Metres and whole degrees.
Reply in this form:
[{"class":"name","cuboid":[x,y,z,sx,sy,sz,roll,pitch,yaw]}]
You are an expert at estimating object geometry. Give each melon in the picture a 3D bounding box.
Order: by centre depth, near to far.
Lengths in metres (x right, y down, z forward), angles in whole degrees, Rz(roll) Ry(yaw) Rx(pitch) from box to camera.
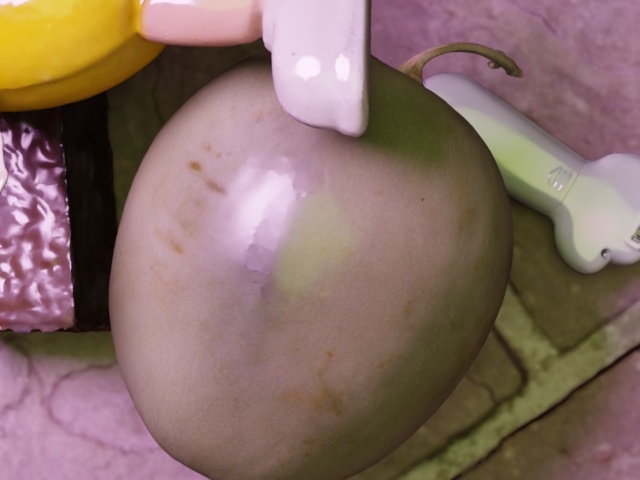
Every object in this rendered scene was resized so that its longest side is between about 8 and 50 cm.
[{"class":"melon","cuboid":[-0.005,0.015,1.159,0.272,0.272,0.308,5,93,3]}]

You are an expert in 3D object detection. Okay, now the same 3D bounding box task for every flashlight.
[{"class":"flashlight","cuboid":[0.150,-0.052,1.260,0.200,0.047,0.093,32,88,8]}]

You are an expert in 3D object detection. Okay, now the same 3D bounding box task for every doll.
[{"class":"doll","cuboid":[-0.145,-0.155,1.085,0.423,0.161,0.348,-23,53,2]}]

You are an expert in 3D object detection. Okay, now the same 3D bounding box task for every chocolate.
[{"class":"chocolate","cuboid":[-0.215,-0.091,1.259,0.112,0.112,0.321,-6,85,12]}]
